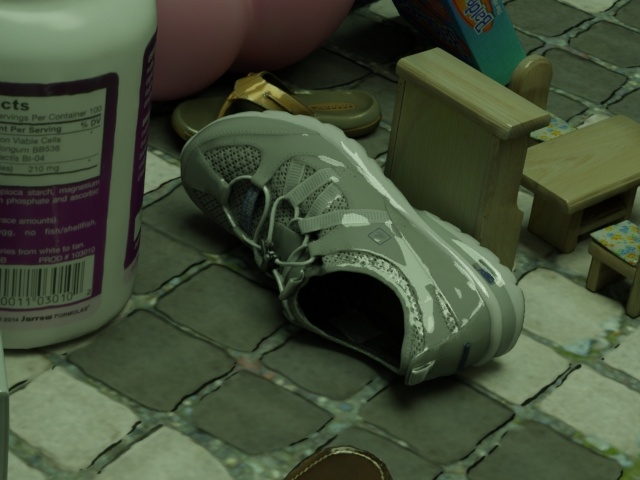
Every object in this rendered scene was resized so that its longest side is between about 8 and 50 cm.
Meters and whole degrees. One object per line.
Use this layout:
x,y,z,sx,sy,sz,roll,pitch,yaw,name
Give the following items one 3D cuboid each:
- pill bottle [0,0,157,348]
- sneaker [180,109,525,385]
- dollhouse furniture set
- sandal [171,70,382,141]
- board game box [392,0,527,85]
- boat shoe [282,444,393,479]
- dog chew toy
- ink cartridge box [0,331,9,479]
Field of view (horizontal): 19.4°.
-0.190,-0.096,1.184,0.169,0.302,0.169,6,32,-4,pill bottle
0.000,0.000,1.262,0.281,0.105,0.115,31,38,30,sneaker
0.166,-0.063,1.346,0.242,0.161,0.212,-20,42,-37,dollhouse furniture set
-0.034,-0.108,1.477,0.180,0.049,0.072,-7,35,-23,sandal
0.085,-0.239,1.572,0.047,0.210,0.160,-38,44,-5,board game box
-0.008,0.177,0.991,0.095,0.095,0.257,14,33,9,boat shoe
-0.122,-0.205,1.481,0.332,0.207,0.206,-30,48,-35,dog chew toy
-0.246,0.083,1.055,0.128,0.127,0.176,-1,33,-14,ink cartridge box
